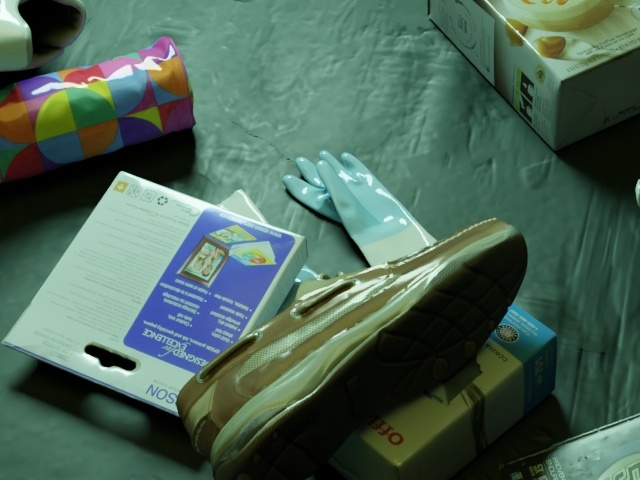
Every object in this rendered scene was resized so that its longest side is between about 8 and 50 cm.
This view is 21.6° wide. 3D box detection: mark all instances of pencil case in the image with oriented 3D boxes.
[{"bbox_3d":[-0.243,-0.128,1.653,0.236,0.104,0.104,-15,48,-11],"label":"pencil case"}]

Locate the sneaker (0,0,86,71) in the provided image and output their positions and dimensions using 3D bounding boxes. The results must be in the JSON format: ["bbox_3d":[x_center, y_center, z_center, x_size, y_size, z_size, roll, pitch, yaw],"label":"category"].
[{"bbox_3d":[-0.301,-0.238,1.713,0.146,0.122,0.330,8,29,5],"label":"sneaker"}]

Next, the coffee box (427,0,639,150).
[{"bbox_3d":[0.228,-0.221,1.698,0.141,0.098,0.246,-24,50,-17],"label":"coffee box"}]

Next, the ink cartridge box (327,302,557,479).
[{"bbox_3d":[0.086,0.119,1.410,0.190,0.082,0.139,-36,55,-26],"label":"ink cartridge box"}]

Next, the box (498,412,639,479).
[{"bbox_3d":[0.233,0.232,1.265,0.147,0.078,0.180,-20,42,4],"label":"box"}]

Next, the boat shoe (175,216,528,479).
[{"bbox_3d":[0.025,0.069,1.327,0.324,0.123,0.116,-32,51,-22],"label":"boat shoe"}]

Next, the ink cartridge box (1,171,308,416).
[{"bbox_3d":[-0.146,0.053,1.505,0.206,0.045,0.208,20,61,22],"label":"ink cartridge box"}]

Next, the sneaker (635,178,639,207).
[{"bbox_3d":[0.399,-0.046,1.536,0.214,0.083,0.084,4,50,10],"label":"sneaker"}]

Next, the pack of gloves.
[{"bbox_3d":[0.000,0.000,1.550,0.195,0.046,0.232,-28,51,-21],"label":"pack of gloves"}]
